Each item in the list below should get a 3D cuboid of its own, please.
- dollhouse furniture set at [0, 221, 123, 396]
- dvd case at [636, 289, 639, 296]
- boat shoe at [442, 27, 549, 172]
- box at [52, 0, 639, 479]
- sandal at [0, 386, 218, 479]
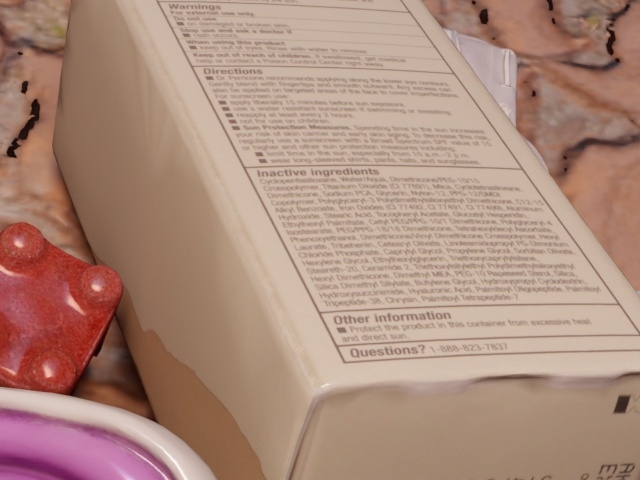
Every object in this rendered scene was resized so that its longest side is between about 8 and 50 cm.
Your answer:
[{"bbox_3d":[-0.222,-0.034,0.773,0.201,0.152,0.374,-23,73,-31],"label":"dollhouse furniture set"},{"bbox_3d":[0.134,0.071,0.820,0.119,0.013,0.087,-24,57,-30],"label":"dvd case"},{"bbox_3d":[0.077,-0.032,0.876,0.063,0.066,0.184,5,37,-7],"label":"boat shoe"},{"bbox_3d":[0.000,0.000,0.733,0.148,0.121,0.311,0,36,-22],"label":"box"},{"bbox_3d":[-0.234,0.096,0.561,0.416,0.102,0.169,-7,73,4],"label":"sandal"}]
